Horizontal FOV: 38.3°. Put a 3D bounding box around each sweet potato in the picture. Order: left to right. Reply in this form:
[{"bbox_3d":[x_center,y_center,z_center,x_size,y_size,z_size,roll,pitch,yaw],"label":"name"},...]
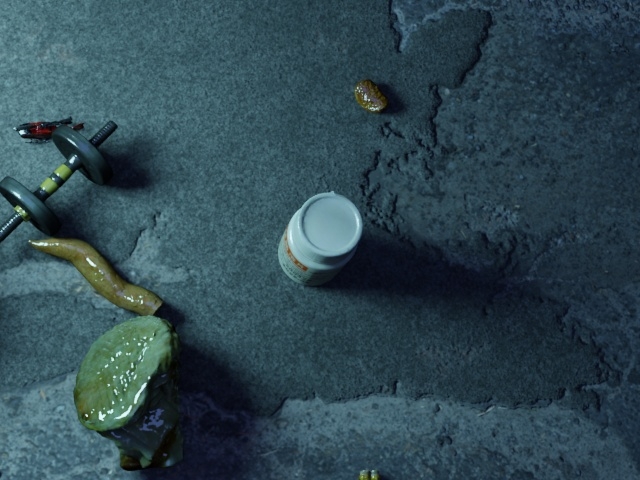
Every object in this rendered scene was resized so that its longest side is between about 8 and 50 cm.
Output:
[{"bbox_3d":[-0.436,0.061,1.805,0.281,0.059,0.067,37,90,1],"label":"sweet potato"}]

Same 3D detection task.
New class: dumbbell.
[{"bbox_3d":[-0.514,-0.117,1.792,0.143,0.143,0.325,41,72,1],"label":"dumbbell"}]

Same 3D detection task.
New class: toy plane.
[{"bbox_3d":[-0.550,-0.225,1.859,0.145,0.060,0.037,-7,76,-29],"label":"toy plane"}]

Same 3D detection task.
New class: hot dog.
[{"bbox_3d":[0.113,-0.317,2.027,0.058,0.035,0.083,-41,86,-18],"label":"hot dog"}]

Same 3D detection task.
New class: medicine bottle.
[{"bbox_3d":[0.000,0.000,1.808,0.144,0.252,0.144,3,76,-12],"label":"medicine bottle"}]

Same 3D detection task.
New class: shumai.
[{"bbox_3d":[-0.332,0.288,1.737,0.203,0.222,0.272,53,46,-41],"label":"shumai"}]

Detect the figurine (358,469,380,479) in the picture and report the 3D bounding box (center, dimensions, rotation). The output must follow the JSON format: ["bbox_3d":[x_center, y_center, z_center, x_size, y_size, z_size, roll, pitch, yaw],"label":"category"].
[{"bbox_3d":[0.096,0.523,1.792,0.101,0.068,0.143,-21,68,-20],"label":"figurine"}]
